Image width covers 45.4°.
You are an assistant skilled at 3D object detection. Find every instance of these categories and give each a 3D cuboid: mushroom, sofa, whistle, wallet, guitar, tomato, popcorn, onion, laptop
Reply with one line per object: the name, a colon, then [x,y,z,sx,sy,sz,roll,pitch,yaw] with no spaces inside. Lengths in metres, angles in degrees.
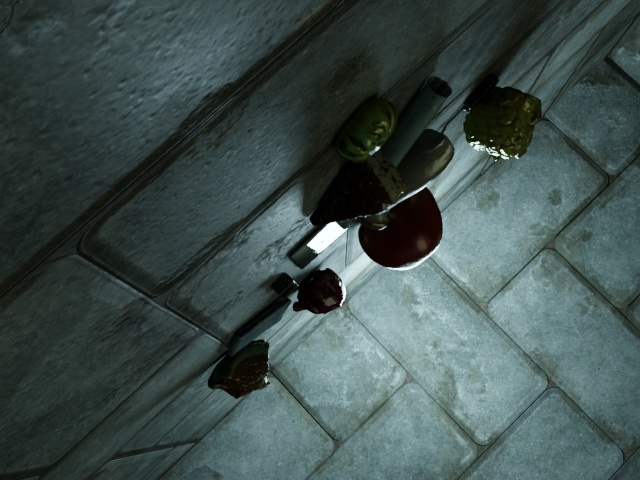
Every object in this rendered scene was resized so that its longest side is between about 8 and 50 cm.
mushroom: [0.209,-0.160,1.950,0.350,0.128,0.128,-49,169,36]
sofa: [-0.100,0.128,2.147,0.060,0.039,0.118,-43,170,-3]
whistle: [0.192,-0.241,1.732,0.062,0.062,0.312,-35,167,-42]
wallet: [-0.188,0.261,2.352,0.222,0.036,0.167,-37,168,-32]
guitar: [0.413,-0.374,2.154,0.233,0.025,0.088,-48,170,20]
tomato: [0.262,-0.032,2.392,0.298,0.226,0.298,-44,173,-6]
popcorn: [0.536,-0.355,2.230,0.237,0.206,0.251,-35,157,-32]
onion: [-0.006,0.191,2.502,0.198,0.135,0.173,-48,167,30]
laptop: [0.000,0.000,2.085,0.187,0.015,0.269,-43,170,-2]

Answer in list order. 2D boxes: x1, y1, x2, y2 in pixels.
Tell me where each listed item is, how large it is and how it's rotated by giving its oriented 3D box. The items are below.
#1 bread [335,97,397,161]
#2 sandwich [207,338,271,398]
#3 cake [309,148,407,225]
bread: [0.091,-0.206,1.458,0.139,0.071,0.130,-45,174,6]
sandwich: [-0.245,0.406,2.403,0.235,0.159,0.079,-16,168,-34]
cake: [0.086,-0.084,1.746,0.112,0.135,0.246,-35,167,-45]
